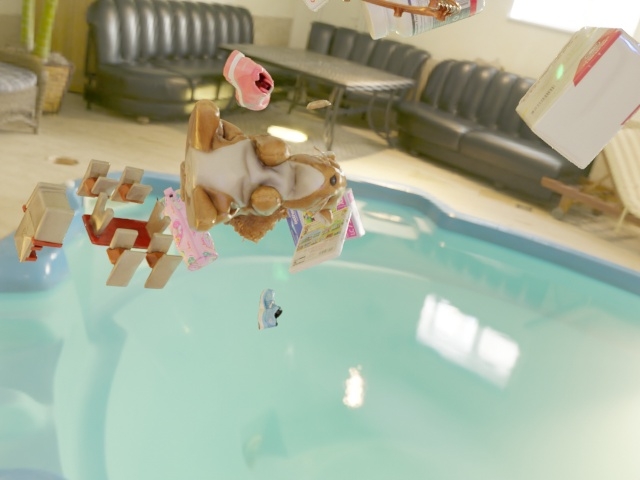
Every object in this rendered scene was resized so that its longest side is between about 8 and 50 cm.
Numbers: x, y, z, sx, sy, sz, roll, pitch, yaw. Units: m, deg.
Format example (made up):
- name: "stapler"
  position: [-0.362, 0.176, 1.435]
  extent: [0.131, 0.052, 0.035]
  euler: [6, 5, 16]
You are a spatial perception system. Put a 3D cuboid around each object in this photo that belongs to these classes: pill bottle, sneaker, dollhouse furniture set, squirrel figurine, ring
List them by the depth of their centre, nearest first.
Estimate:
- name: "dollhouse furniture set"
  position: [-0.422, -0.021, 1.276]
  extent: [0.259, 0.135, 0.262]
  euler: [8, 39, -42]
- name: "ring"
  position: [0.156, -0.558, 1.555]
  extent: [0.336, 0.032, 0.336]
  euler: [13, 11, -3]
- name: "squirrel figurine"
  position: [-0.139, -0.140, 1.623]
  extent: [0.370, 0.281, 0.397]
  euler: [0, -8, -20]
- name: "pill bottle"
  position: [0.283, -0.679, 1.899]
  extent: [0.318, 0.176, 0.176]
  euler: [-17, 23, 2]
- name: "sneaker"
  position: [-0.152, 0.215, 2.083]
  extent: [0.073, 0.063, 0.162]
  euler: [1, 40, 0]
- name: "sneaker"
  position: [-0.211, -0.497, 2.217]
  extent: [0.136, 0.116, 0.314]
  euler: [26, -6, 17]

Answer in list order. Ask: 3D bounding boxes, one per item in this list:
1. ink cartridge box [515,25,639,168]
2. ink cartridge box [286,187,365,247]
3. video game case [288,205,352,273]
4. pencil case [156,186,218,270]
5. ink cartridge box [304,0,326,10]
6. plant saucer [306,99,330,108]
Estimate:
- name: "ink cartridge box"
  position: [0.644, -0.364, 1.650]
  extent: [0.160, 0.279, 0.385]
  euler: [36, 21, -3]
- name: "ink cartridge box"
  position: [-0.001, -0.073, 2.566]
  extent: [0.311, 0.186, 0.065]
  euler: [-12, 13, 30]
- name: "video game case"
  position: [0.000, 0.000, 2.296]
  extent: [0.026, 0.227, 0.206]
  euler: [40, 47, -28]
- name: "pencil case"
  position: [-0.452, -0.040, 2.286]
  extent: [0.124, 0.124, 0.284]
  euler: [-13, 73, -48]
- name: "ink cartridge box"
  position: [0.017, -0.721, 1.783]
  extent: [0.140, 0.190, 0.082]
  euler: [54, 17, -8]
- name: "plant saucer"
  position: [-0.008, -0.458, 2.263]
  extent: [0.083, 0.015, 0.083]
  euler: [-10, 19, 3]
